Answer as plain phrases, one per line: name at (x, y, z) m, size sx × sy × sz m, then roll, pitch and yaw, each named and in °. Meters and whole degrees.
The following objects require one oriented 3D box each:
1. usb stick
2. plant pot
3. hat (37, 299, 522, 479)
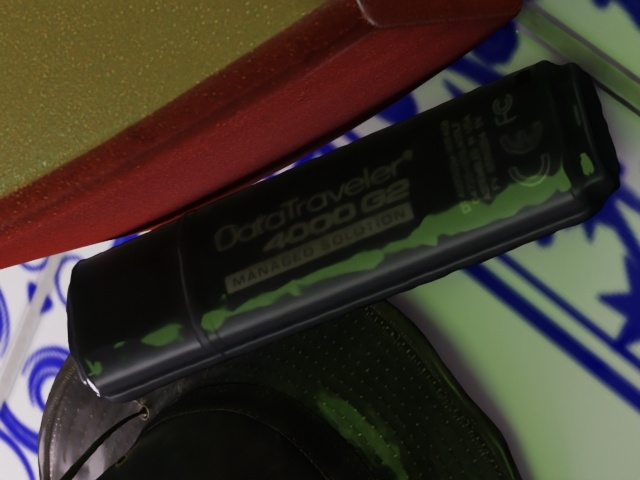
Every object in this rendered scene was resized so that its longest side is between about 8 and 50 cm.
usb stick at (0.000, 0.000, 0.799) m, size 0.278 × 0.045 × 0.077 m, roll -23°, pitch 63°, yaw 25°
plant pot at (-0.071, -0.144, 0.735) m, size 0.236 × 0.267 × 0.267 m, roll -15°, pitch 92°, yaw 27°
hat at (-0.061, 0.166, 0.869) m, size 0.331 × 0.134 × 0.331 m, roll 10°, pitch 106°, yaw 36°
